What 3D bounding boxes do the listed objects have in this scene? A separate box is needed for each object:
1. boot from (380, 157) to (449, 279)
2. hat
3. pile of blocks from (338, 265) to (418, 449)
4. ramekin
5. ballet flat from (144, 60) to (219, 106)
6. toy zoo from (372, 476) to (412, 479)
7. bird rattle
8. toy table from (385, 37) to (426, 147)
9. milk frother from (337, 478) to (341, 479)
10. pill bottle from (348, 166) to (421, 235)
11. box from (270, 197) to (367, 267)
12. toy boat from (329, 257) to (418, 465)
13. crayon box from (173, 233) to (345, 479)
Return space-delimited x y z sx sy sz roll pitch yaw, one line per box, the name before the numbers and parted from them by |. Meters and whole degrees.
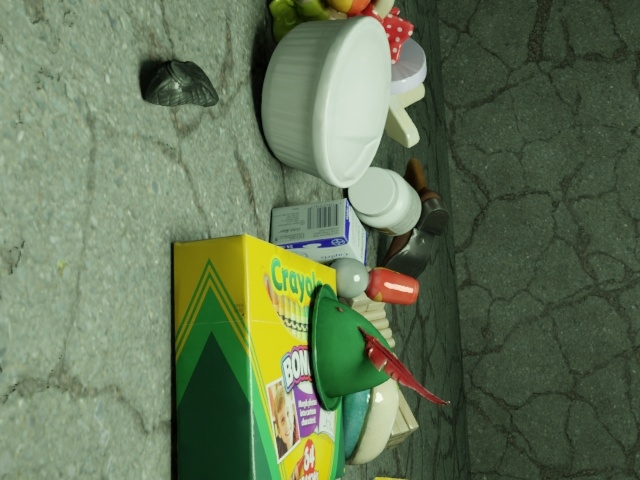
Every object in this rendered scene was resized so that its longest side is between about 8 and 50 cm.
boot | 0.198 -0.044 1.992 0.280 0.096 0.264 -109 -141 -59
hat | 0.095 0.154 1.108 0.173 0.183 0.209 60 28 -57
pile of blocks | 0.075 0.238 1.562 0.112 0.149 0.363 -7 81 -30
ramekin | 0.009 -0.228 1.289 0.273 0.127 0.273 13 90 -68
ballet flat | -0.166 -0.187 0.971 0.058 0.049 0.173 57 13 2
toy zoo | 0.213 0.601 1.687 0.293 0.030 0.192 15 40 -29
bird rattle | 0.045 -0.394 1.343 0.207 0.253 0.143 123 -20 -62
toy table | 0.093 -0.293 1.527 0.274 0.252 0.161 -125 -163 -46
milk frother | 0.023 0.423 1.231 0.129 0.143 0.135 -57 139 -57
pill bottle | 0.140 -0.089 1.765 0.229 0.131 0.131 24 63 -71
box | 0.000 0.000 1.294 0.137 0.126 0.072 54 33 -59
toy boat | 0.050 0.187 1.310 0.267 0.148 0.319 -127 -129 -73
crayon box | -0.066 0.176 1.064 0.363 0.106 0.313 26 60 -71
